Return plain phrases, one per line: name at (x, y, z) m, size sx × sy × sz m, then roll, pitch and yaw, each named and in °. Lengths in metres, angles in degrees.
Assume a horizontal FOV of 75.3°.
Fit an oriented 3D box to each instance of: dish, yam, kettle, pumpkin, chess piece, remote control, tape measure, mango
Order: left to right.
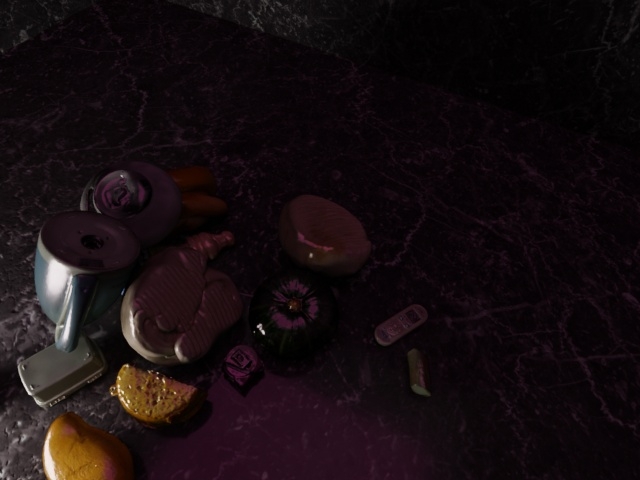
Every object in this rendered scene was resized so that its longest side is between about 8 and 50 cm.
kettle at (-0.691, 0.142, 1.185) m, size 0.247 × 0.342 × 0.319 m, roll 16°, pitch 32°, yaw -29°
mango at (-0.624, 0.598, 1.117) m, size 0.295 × 0.120 × 0.177 m, roll 32°, pitch 65°, yaw 19°
dish at (-0.630, -0.135, 1.355) m, size 0.324 × 0.124 × 0.324 m, roll 2°, pitch 71°, yaw -6°
chess piece at (-0.474, 0.032, 1.560) m, size 0.307 × 0.124 × 0.139 m, roll -23°, pitch 26°, yaw -25°
tape measure at (-0.247, 0.399, 1.325) m, size 0.125 × 0.074 × 0.118 m, roll 33°, pitch 57°, yaw 16°
pumpkin at (-0.091, 0.242, 1.380) m, size 0.300 × 0.207 × 0.300 m, roll 4°, pitch 67°, yaw -8°
remote control at (0.285, 0.300, 1.469) m, size 0.221 × 0.042 × 0.078 m, roll -26°, pitch 59°, yaw -23°
yam at (0.325, 0.433, 1.360) m, size 0.069 × 0.070 × 0.146 m, roll 4°, pitch 53°, yaw -2°

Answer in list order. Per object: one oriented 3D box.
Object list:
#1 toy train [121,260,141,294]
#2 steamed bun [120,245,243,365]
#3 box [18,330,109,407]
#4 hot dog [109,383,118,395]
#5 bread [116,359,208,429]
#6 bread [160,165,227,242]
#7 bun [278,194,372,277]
toy train at (-0.750, 0.069, 1.442) m, size 0.299 × 0.202 × 0.131 m, roll 23°, pitch 57°, yaw 10°
steamed bun at (-0.469, 0.217, 1.313) m, size 0.342 × 0.255 × 0.368 m, roll 59°, pitch 36°, yaw -14°
box at (-0.770, 0.386, 1.250) m, size 0.210 × 0.129 × 0.148 m, roll -31°, pitch 63°, yaw -26°
hot dog at (-0.613, 0.452, 1.285) m, size 0.083 × 0.021 × 0.037 m, roll -19°, pitch 57°, yaw -20°
bread at (-0.477, 0.464, 1.208) m, size 0.260 × 0.160 × 0.147 m, roll 19°, pitch 60°, yaw 1°
bread at (-0.597, -0.130, 1.617) m, size 0.424 × 0.329 × 0.245 m, roll -24°, pitch 100°, yaw -22°
bun at (0.000, 0.000, 1.539) m, size 0.365 × 0.219 × 0.365 m, roll 19°, pitch 34°, yaw -13°
